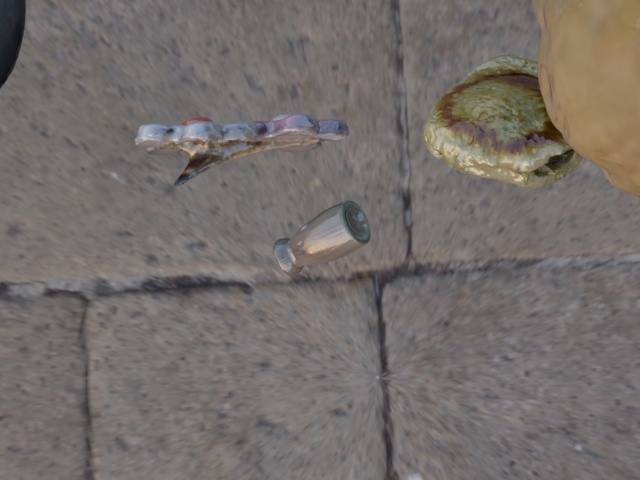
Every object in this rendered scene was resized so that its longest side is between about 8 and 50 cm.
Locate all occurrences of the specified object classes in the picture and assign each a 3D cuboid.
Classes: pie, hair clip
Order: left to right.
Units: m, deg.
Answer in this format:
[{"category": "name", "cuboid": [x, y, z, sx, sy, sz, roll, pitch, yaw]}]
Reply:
[{"category": "hair clip", "cuboid": [-0.093, -0.116, 1.785, 0.257, 0.146, 0.075, -12, 84, -29]}, {"category": "pie", "cuboid": [0.220, -0.140, 1.752, 0.179, 0.084, 0.205, 29, 43, 19]}]

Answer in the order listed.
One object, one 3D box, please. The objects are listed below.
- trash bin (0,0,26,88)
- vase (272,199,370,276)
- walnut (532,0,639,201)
[{"category": "trash bin", "cuboid": [-0.355, -0.131, 0.929, 0.302, 0.203, 0.252, -15, 96, 36]}, {"category": "vase", "cuboid": [0.000, 0.000, 1.618, 0.101, 0.053, 0.053, -27, 84, 31]}, {"category": "walnut", "cuboid": [0.316, -0.186, 1.035, 0.381, 0.381, 0.381, 0, 85, 2]}]
